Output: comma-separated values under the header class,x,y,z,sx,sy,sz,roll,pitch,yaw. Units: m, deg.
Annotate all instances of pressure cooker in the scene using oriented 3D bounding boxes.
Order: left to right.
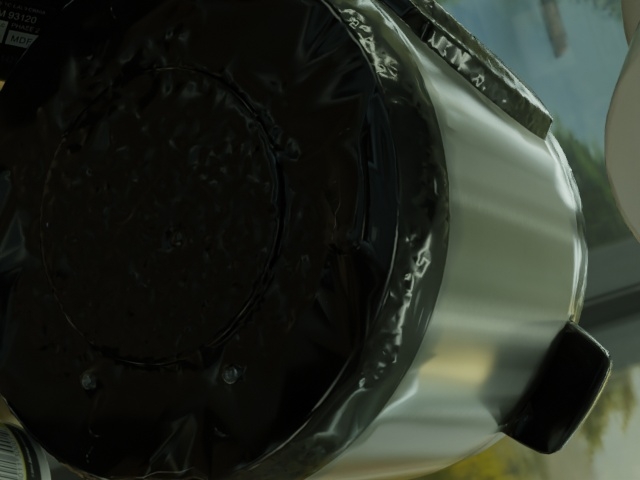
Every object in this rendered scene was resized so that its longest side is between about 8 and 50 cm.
class,x,y,z,sx,sy,sz,roll,pitch,yaw
pressure cooker,-0.004,0.004,0.863,0.420,0.375,0.370,14,61,-58

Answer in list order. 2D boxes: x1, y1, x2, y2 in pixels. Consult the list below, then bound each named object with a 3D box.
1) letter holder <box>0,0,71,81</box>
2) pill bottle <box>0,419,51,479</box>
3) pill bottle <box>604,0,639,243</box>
class,x,y,z,sx,sy,sz,roll,pitch,yaw
letter holder,-0.334,-0.250,0.789,0.302,0.152,0.214,7,38,-32
pill bottle,-0.272,0.145,0.667,0.208,0.119,0.119,30,40,-50
pill bottle,0.246,-0.141,0.476,0.363,0.210,0.210,-61,139,-37
